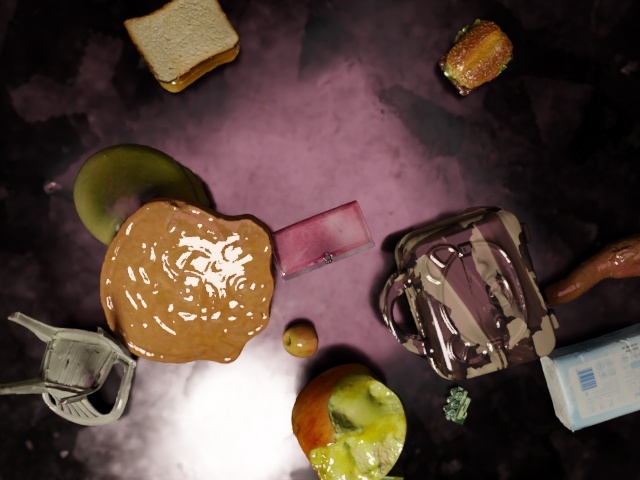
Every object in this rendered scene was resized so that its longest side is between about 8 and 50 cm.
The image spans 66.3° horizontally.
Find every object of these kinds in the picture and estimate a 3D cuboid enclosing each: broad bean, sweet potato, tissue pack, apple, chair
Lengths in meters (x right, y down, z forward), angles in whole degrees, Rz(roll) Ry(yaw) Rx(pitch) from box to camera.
[{"bbox_3d":[-0.395,-0.088,1.076,0.290,0.119,0.238,17,92,-3],"label":"broad bean"},{"bbox_3d":[0.704,0.051,1.147,0.384,0.109,0.109,-18,91,3],"label":"sweet potato"},{"bbox_3d":[0.671,0.317,1.152,0.263,0.089,0.177,-16,92,-5],"label":"tissue pack"},{"bbox_3d":[0.066,0.384,1.038,0.226,0.246,0.246,-39,92,-5],"label":"apple"},{"bbox_3d":[-0.046,0.228,1.113,0.071,0.084,0.084,-2,90,-31],"label":"apple"},{"bbox_3d":[-0.526,0.285,1.032,0.203,0.275,0.191,9,68,4],"label":"chair"}]

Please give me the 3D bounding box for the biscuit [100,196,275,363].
[{"bbox_3d":[-0.282,0.105,1.048,0.364,0.062,0.386,10,111,-7],"label":"biscuit"}]

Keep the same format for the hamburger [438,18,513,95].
[{"bbox_3d":[0.361,-0.428,1.131,0.166,0.087,0.137,-40,92,-2],"label":"hamburger"}]

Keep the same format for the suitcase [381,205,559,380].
[{"bbox_3d":[0.302,0.121,1.081,0.338,0.194,0.352,-19,90,3],"label":"suitcase"}]

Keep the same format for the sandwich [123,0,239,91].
[{"bbox_3d":[-0.306,-0.460,1.108,0.214,0.065,0.186,-34,92,-3],"label":"sandwich"}]

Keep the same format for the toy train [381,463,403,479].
[{"bbox_3d":[0.100,0.614,1.121,0.137,0.090,0.226,12,94,-13],"label":"toy train"}]

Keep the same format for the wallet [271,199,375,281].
[{"bbox_3d":[0.000,0.000,1.145,0.232,0.025,0.120,-22,91,-4],"label":"wallet"}]

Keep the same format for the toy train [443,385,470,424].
[{"bbox_3d":[0.326,0.389,1.159,0.053,0.033,0.083,24,88,-8],"label":"toy train"}]
